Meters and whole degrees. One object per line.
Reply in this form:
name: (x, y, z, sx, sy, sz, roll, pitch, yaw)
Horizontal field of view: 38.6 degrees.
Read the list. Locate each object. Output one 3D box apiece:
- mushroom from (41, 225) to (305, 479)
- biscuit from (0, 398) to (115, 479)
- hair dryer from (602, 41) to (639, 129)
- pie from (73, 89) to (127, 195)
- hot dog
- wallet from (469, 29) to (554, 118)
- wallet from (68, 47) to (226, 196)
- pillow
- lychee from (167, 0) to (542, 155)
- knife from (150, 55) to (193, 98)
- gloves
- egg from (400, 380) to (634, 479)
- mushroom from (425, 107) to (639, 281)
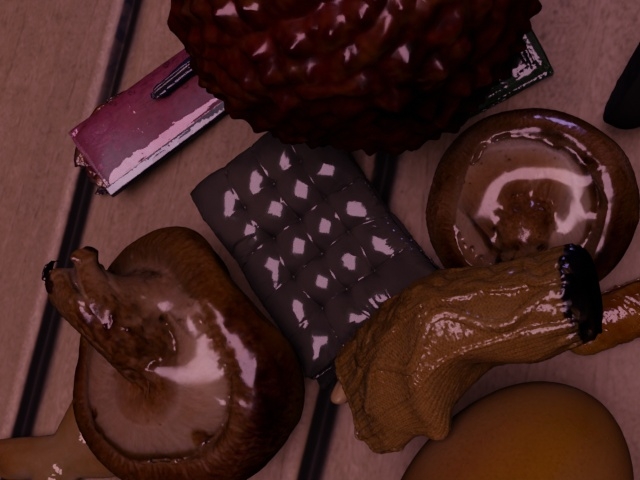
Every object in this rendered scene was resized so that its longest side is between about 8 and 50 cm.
mushroom: (-0.201, 0.161, 1.151, 0.346, 0.260, 0.345, -2, 86, 32)
biscuit: (-0.358, 0.306, 1.290, 0.208, 0.047, 0.164, -35, 78, 8)
hair dryer: (0.465, -0.097, 1.026, 0.320, 0.155, 0.284, 34, 49, 12)
pie: (-0.306, -0.150, 1.330, 0.092, 0.034, 0.169, 23, 87, 12)
hot dog: (0.431, 0.071, 1.108, 0.286, 0.061, 0.087, -25, 90, 12)
wallet: (0.185, -0.286, 1.212, 0.160, 0.055, 0.236, -28, 79, 17)
wallet: (-0.235, -0.176, 1.299, 0.232, 0.025, 0.119, -37, 78, -3)
pillow: (0.000, 0.000, 1.205, 0.228, 0.101, 0.326, -36, 75, 9)
lychee: (0.035, -0.296, 1.039, 0.425, 0.500, 0.424, -2, 109, -4)
knife: (-0.189, -0.236, 1.285, 0.121, 0.018, 0.031, -40, 75, -2)
gloves: (0.149, 0.110, 1.032, 0.356, 0.203, 0.155, -36, 90, 27)
egg: (0.218, 0.309, 1.038, 0.250, 0.250, 0.322, 34, 84, 15)
mushroom: (0.254, -0.042, 1.114, 0.253, 0.153, 0.253, -1, 86, 15)
